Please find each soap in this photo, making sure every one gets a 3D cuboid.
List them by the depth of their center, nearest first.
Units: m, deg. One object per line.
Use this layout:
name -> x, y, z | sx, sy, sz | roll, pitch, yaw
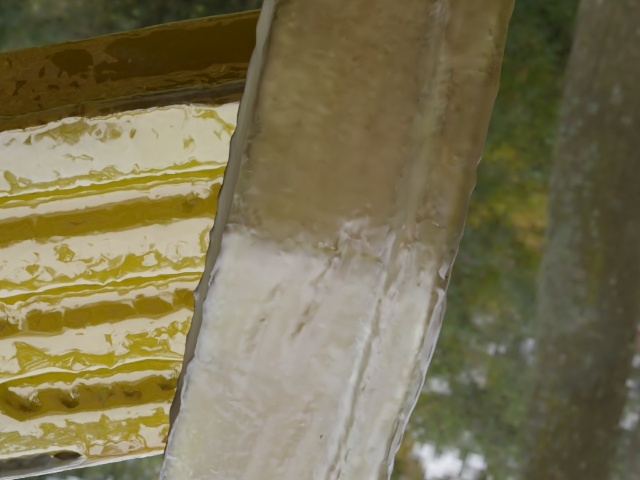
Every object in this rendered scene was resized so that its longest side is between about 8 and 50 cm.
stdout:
soap -> -0.119, 0.011, 0.943 | 0.281, 0.259, 0.143 | -9, -143, -3

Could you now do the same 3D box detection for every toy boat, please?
toy boat -> 0.000, 0.000, 0.442 | 0.061, 0.188, 0.116 | 14, -150, -3
